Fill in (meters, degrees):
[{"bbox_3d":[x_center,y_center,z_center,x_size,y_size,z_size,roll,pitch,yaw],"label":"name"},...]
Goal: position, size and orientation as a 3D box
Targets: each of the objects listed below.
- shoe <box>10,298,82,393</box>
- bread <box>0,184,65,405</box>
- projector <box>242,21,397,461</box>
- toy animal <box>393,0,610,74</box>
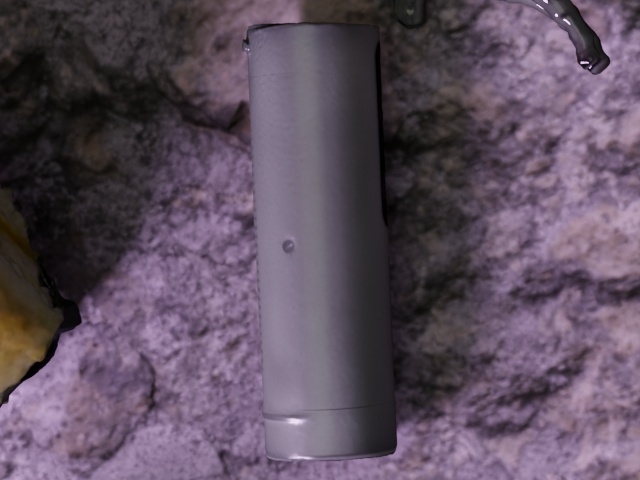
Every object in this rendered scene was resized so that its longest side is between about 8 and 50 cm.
[{"bbox_3d":[-0.295,0.113,1.442,0.241,0.108,0.093,-15,90,20],"label":"shoe"},{"bbox_3d":[-0.403,-0.031,1.326,0.239,0.264,0.395,-49,56,1],"label":"bread"},{"bbox_3d":[0.000,0.000,1.367,0.108,0.108,0.338,-2,91,13],"label":"projector"},{"bbox_3d":[0.176,-0.205,1.332,0.255,0.090,0.170,-23,86,11],"label":"toy animal"}]
